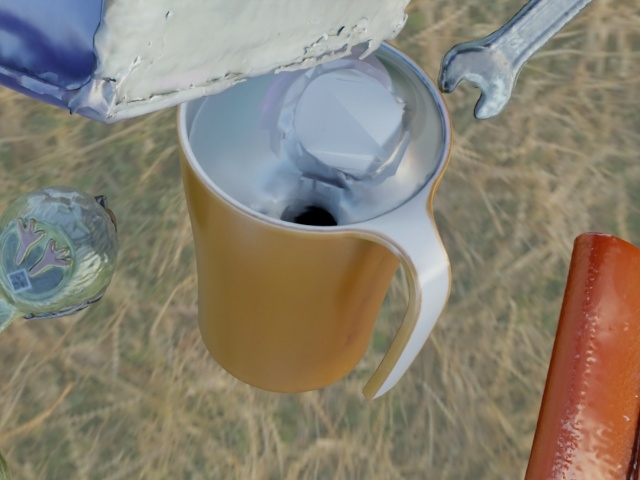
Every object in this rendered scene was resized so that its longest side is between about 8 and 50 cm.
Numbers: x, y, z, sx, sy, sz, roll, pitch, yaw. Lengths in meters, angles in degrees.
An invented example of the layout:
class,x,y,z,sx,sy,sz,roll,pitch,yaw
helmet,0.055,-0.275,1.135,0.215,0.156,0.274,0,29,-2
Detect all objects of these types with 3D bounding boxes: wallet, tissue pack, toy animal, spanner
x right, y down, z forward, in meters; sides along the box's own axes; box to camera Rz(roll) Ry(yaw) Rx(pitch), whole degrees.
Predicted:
class,x,y,z,sx,sy,sz,roll,pitch,yaw
wallet,0.184,0.100,1.044,0.142,0.204,0.045,30,136,-12
tissue pack,-0.150,-0.170,0.813,0.344,0.242,0.125,23,115,25
toy animal,-0.201,0.020,1.405,0.098,0.098,0.137,38,104,-3
spanner,0.202,-0.198,1.363,0.302,0.017,0.071,-44,116,-5

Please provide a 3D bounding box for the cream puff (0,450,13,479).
class,x,y,z,sx,sy,sz,roll,pitch,yaw
cream puff,-0.301,0.175,0.834,0.275,0.378,0.378,-38,95,15

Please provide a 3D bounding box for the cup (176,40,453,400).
class,x,y,z,sx,sy,sz,roll,pitch,yaw
cup,0.000,0.000,1.326,0.182,0.264,0.226,-27,61,-25
